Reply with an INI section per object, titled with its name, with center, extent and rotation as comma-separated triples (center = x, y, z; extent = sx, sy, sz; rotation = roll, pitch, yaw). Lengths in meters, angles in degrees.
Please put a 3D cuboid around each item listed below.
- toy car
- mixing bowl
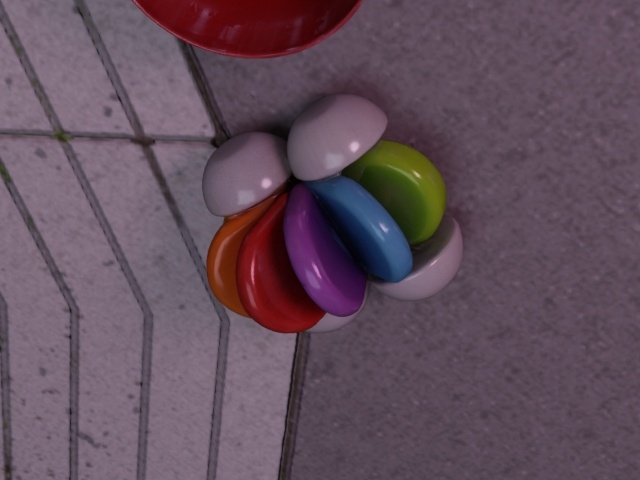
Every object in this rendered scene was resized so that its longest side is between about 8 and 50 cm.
[toy car]
center = 0.000, 0.000, 0.989
extent = 0.182, 0.136, 0.159
rotation = -21, 115, 29
[mixing bowl]
center = -0.041, -0.214, 0.874
extent = 0.181, 0.098, 0.181
rotation = 8, 126, 12
